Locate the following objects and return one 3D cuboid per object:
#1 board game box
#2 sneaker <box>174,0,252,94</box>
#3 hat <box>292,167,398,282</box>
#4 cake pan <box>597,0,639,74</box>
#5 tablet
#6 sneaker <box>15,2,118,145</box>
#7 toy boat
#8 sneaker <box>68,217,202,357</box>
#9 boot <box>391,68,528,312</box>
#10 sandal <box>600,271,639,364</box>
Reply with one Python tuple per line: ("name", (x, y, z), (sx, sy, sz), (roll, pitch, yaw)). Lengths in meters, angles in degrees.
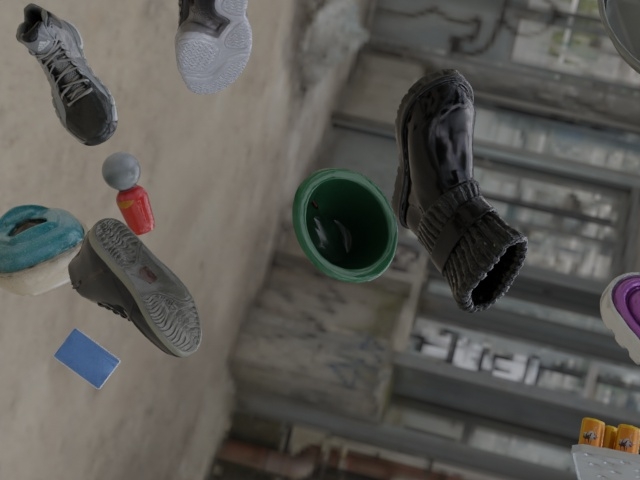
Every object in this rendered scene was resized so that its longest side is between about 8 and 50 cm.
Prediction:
("board game box", (0.524, 0.326, 1.662), (0.390, 0.389, 0.050), (59, 42, -62))
("sneaker", (-0.152, -0.332, 1.752), (0.269, 0.101, 0.153), (97, -19, -45))
("hat", (0.000, 0.000, 1.959), (0.183, 0.208, 0.173), (-26, -112, 52))
("cake pan", (0.552, -0.344, 1.960), (0.054, 0.293, 0.293), (86, 19, -70))
("tablet", (-0.334, 0.168, 1.896), (0.054, 0.083, 0.006), (-53, -174, 1))
("sneaker", (-0.373, -0.242, 1.873), (0.229, 0.086, 0.132), (61, 7, 26))
("toy boat", (-0.438, -0.031, 2.259), (0.267, 0.318, 0.148), (21, -46, 60))
("sneaker", (-0.256, 0.082, 1.835), (0.083, 0.222, 0.118), (-30, 170, -42))
("boot", (0.233, -0.079, 2.148), (0.348, 0.131, 0.260), (91, -25, -44))
("sandal", (0.551, 0.181, 1.777), (0.169, 0.416, 0.102), (-38, 156, -33))
